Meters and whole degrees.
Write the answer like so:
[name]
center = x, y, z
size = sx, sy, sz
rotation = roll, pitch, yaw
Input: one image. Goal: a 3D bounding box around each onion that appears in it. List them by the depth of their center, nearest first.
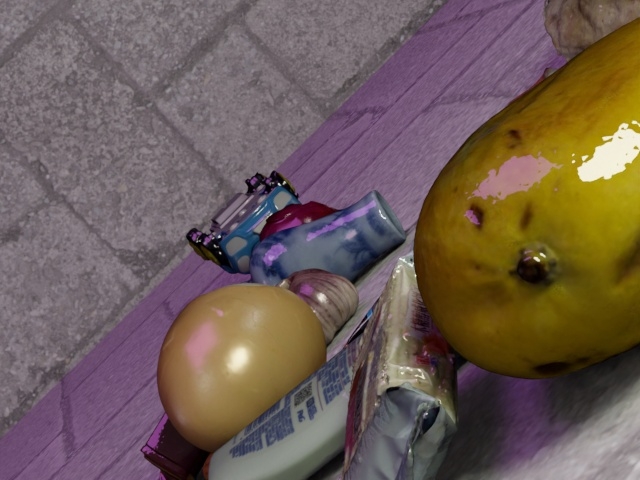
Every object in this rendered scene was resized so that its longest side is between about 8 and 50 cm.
[onion]
center = -0.010, -0.011, 2.173
size = 0.198, 0.135, 0.173
rotation = -43, 13, -9

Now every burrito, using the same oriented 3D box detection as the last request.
[burrito]
center = 0.399, -0.320, 1.872
size = 0.175, 0.107, 0.348
rotation = -67, 17, -2

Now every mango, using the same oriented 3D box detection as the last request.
[mango]
center = 0.263, -0.060, 1.177
size = 0.445, 0.220, 0.301
rotation = -40, 1, -33

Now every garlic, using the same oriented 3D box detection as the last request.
[garlic]
center = -0.029, 0.101, 1.890
size = 0.159, 0.102, 0.147
rotation = -33, 20, 37

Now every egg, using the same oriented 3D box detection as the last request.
[egg]
center = -0.099, 0.159, 1.661
size = 0.201, 0.201, 0.244
rotation = -37, 14, 31

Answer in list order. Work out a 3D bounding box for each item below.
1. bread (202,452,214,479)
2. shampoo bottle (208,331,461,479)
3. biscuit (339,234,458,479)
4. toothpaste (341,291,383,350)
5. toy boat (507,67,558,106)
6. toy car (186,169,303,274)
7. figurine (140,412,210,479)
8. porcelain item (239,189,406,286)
[bread]
center = -0.111, 0.269, 1.753
size = 0.110, 0.024, 0.110
rotation = -42, 12, 11
[shampoo bottle]
center = 0.029, 0.173, 1.470
size = 0.359, 0.078, 0.134
rotation = -40, 16, 17
[biscuit]
center = 0.075, 0.134, 1.232
size = 0.309, 0.079, 0.186
rotation = -78, 6, -59
[toothpaste]
center = 0.098, 0.071, 1.720
size = 0.193, 0.045, 0.071
rotation = -45, 1, 28
[toy boat]
center = 0.228, -0.072, 1.713
size = 0.282, 0.096, 0.206
rotation = -49, 22, 25
[toy car]
center = -0.114, -0.011, 2.461
size = 0.198, 0.166, 0.314
rotation = -46, 11, -9
[figurine]
center = -0.173, 0.273, 1.830
size = 0.154, 0.082, 0.098
rotation = -59, -24, -10
[porcelain item]
center = -0.002, 0.030, 2.013
size = 0.259, 0.141, 0.141
rotation = -31, 13, 10
